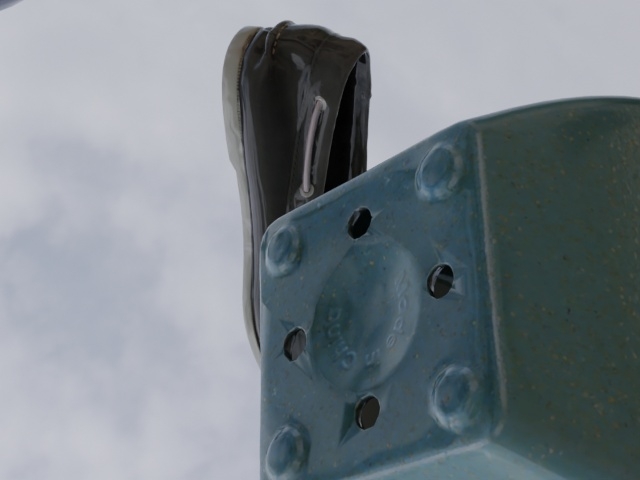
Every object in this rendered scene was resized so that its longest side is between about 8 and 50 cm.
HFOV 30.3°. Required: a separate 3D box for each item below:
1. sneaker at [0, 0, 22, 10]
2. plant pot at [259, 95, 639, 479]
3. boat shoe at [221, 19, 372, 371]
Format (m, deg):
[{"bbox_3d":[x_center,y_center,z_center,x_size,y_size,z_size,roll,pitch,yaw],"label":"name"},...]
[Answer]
[{"bbox_3d":[-0.157,-0.213,0.321,0.131,0.112,0.319,-38,-69,-27],"label":"sneaker"},{"bbox_3d":[0.108,0.068,0.589,0.252,0.247,0.248,22,-125,-39],"label":"plant pot"},{"bbox_3d":[0.000,0.000,0.881,0.112,0.095,0.335,-55,-36,-50],"label":"boat shoe"}]
